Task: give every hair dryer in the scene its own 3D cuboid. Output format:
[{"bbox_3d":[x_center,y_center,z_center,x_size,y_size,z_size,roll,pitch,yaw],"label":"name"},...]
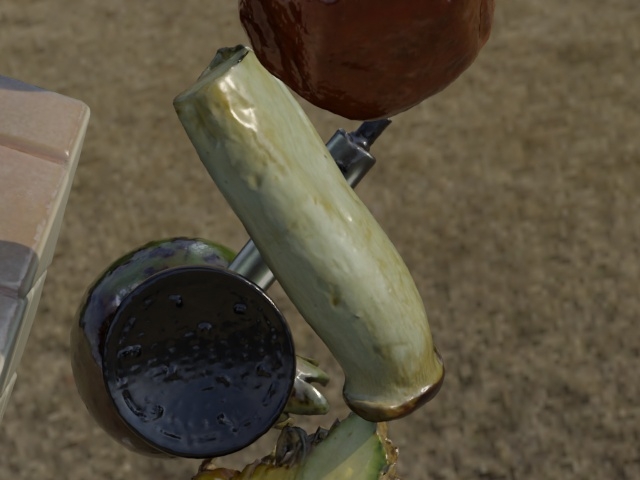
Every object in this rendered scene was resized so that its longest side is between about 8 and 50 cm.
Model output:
[{"bbox_3d":[-0.064,0.006,1.514,0.156,0.284,0.320,24,14,-3],"label":"hair dryer"}]

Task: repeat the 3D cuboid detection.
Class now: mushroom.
[{"bbox_3d":[0.000,0.000,1.301,0.081,0.312,0.100,-21,20,30],"label":"mushroom"}]

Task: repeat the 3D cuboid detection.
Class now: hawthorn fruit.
[{"bbox_3d":[0.025,-0.157,1.072,0.174,0.173,0.179,-12,14,2],"label":"hawthorn fruit"}]

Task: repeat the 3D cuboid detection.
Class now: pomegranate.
[{"bbox_3d":[-0.125,0.112,1.928,0.306,0.242,0.242,-5,16,-39],"label":"pomegranate"}]

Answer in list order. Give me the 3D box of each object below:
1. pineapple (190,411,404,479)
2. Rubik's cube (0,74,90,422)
[{"bbox_3d":[0.021,0.283,1.447,0.344,0.209,0.286,20,78,27],"label":"pineapple"},{"bbox_3d":[-0.405,0.040,1.496,0.316,0.322,0.318,18,47,-7],"label":"Rubik's cube"}]
